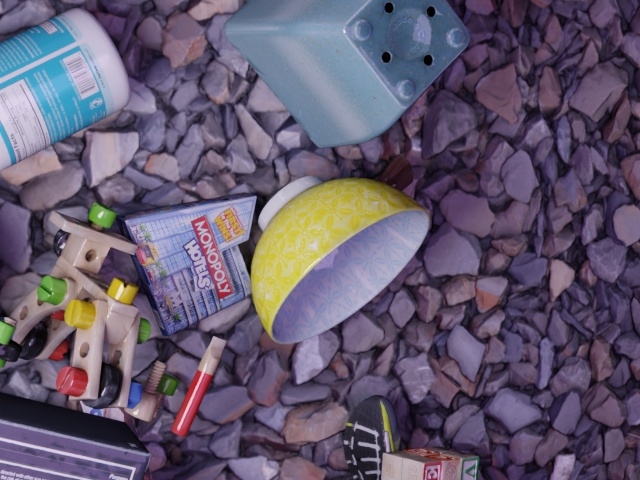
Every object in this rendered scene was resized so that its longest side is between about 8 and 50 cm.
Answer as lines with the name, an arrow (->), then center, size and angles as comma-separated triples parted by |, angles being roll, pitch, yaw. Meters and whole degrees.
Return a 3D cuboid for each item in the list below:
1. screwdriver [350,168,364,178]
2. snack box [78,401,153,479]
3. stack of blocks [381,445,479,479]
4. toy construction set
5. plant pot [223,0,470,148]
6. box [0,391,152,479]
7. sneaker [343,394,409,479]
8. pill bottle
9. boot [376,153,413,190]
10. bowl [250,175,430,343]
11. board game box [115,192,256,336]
screwdriver -> 0.069, -0.032, 1.811 | 0.024, 0.025, 0.170 | -20, 115, -23
snack box -> -0.296, 0.284, 1.676 | 0.064, 0.022, 0.178 | -21, 107, -20
stack of blocks -> 0.175, 0.474, 1.788 | 0.171, 0.087, 0.297 | 3, 91, -43
toy construction set -> -0.268, 0.091, 1.523 | 0.309, 0.257, 0.237 | 26, 86, -18
plant pot -> 0.064, -0.290, 1.632 | 0.248, 0.252, 0.247 | -47, 114, -13
box -> -0.417, 0.363, 1.532 | 0.296, 0.183, 0.294 | 18, 91, -22
sneaker -> 0.126, 0.377, 1.866 | 0.121, 0.111, 0.300 | -27, 113, -35
pill bottle -> -0.388, -0.182, 1.487 | 0.264, 0.146, 0.146 | -30, 110, -19
boot -> 0.114, -0.065, 1.808 | 0.114, 0.037, 0.106 | -47, 130, -32
bowl -> 0.000, 0.000, 1.684 | 0.289, 0.289, 0.156 | -33, 68, -18
board game box -> -0.168, 0.016, 1.675 | 0.194, 0.060, 0.194 | -26, 109, -20
